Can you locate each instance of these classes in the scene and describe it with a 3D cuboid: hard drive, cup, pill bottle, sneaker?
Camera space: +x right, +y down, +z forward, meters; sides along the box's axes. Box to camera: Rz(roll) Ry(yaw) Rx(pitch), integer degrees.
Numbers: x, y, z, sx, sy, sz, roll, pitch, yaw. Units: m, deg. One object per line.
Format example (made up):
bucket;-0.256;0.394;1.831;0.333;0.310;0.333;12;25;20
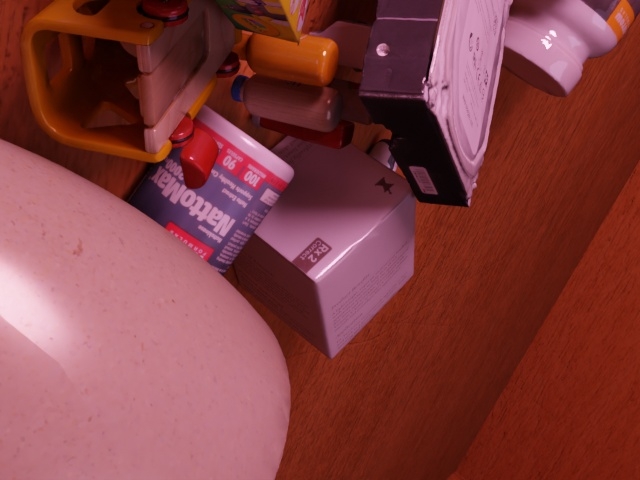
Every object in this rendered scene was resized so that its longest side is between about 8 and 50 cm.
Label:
hard drive;0.126;-0.227;0.736;0.237;0.064;0.338;47;53;-63
cup;-0.215;0.071;0.476;0.331;0.331;0.237;-43;129;-20
pill bottle;-0.115;-0.019;0.710;0.180;0.108;0.108;-55;155;3
pill bottle;0.337;-0.332;1.016;0.278;0.162;0.162;-56;154;6
sneaker;0.060;-0.078;1.009;0.044;0.040;0.109;2;121;-58

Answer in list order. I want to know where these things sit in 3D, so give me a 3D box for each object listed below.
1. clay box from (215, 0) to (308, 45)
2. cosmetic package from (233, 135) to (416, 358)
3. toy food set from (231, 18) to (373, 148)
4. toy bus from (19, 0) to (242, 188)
clay box;-0.031;-0.202;0.484;0.222;0.053;0.127;-18;120;-87
cosmetic package;0.000;0.000;0.878;0.151;0.151;0.183;-43;153;-21
toy food set;-0.010;-0.156;0.768;0.232;0.105;0.111;-42;144;-63
toy bus;-0.119;-0.145;0.547;0.202;0.104;0.190;46;56;-81
